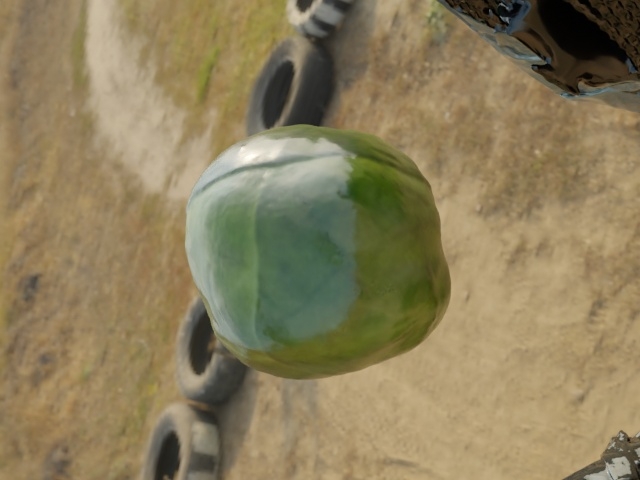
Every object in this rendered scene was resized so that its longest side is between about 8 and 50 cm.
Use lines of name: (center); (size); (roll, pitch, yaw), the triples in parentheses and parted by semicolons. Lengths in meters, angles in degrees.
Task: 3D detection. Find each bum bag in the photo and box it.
bum bag: (0.303, 0.261, 1.130); (0.060, 0.248, 0.123); (64, 164, -2)

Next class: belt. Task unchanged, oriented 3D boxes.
belt: (0.179, -0.187, 0.745); (0.184, 0.289, 0.164); (8, 73, 55)

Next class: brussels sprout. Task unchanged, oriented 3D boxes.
brussels sprout: (0.000, 0.000, 0.915); (0.271, 0.219, 0.210); (-47, -59, -67)
